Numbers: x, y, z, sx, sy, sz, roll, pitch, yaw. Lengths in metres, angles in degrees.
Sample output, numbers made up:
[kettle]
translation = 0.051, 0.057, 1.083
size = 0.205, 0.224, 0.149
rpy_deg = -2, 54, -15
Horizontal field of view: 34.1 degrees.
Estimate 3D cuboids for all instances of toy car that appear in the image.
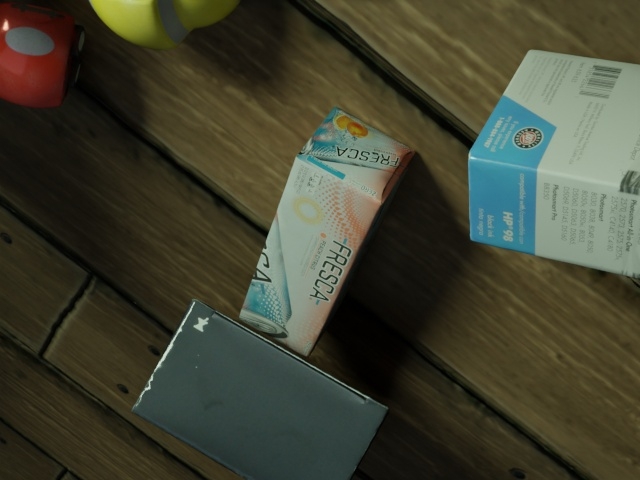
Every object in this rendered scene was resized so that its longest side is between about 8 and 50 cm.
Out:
[toy car]
translation = -0.192, -0.152, 0.613
size = 0.239, 0.053, 0.225
rpy_deg = -15, 150, 41

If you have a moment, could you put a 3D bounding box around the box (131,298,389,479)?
[box]
translation = -0.038, 0.125, 0.774
size = 0.156, 0.093, 0.158
rpy_deg = 29, 173, 7

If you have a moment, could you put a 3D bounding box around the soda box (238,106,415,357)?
[soda box]
translation = 0.000, 0.000, 0.704
size = 0.063, 0.058, 0.183
rpy_deg = 29, 139, 6

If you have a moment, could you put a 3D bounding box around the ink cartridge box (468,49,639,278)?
[ink cartridge box]
translation = 0.175, -0.033, 0.518
size = 0.180, 0.104, 0.060
rpy_deg = 14, 136, 23
